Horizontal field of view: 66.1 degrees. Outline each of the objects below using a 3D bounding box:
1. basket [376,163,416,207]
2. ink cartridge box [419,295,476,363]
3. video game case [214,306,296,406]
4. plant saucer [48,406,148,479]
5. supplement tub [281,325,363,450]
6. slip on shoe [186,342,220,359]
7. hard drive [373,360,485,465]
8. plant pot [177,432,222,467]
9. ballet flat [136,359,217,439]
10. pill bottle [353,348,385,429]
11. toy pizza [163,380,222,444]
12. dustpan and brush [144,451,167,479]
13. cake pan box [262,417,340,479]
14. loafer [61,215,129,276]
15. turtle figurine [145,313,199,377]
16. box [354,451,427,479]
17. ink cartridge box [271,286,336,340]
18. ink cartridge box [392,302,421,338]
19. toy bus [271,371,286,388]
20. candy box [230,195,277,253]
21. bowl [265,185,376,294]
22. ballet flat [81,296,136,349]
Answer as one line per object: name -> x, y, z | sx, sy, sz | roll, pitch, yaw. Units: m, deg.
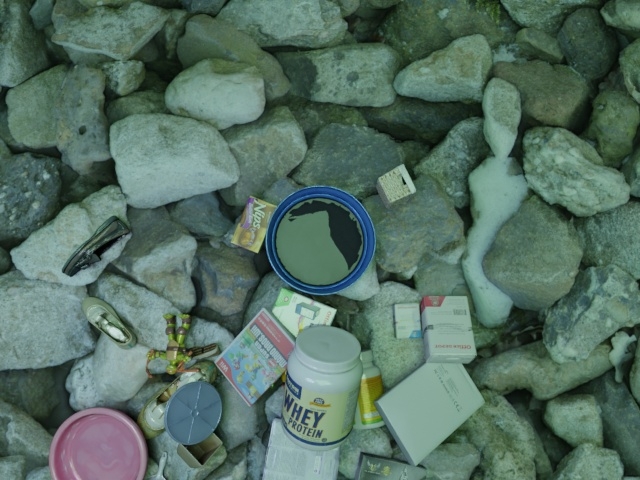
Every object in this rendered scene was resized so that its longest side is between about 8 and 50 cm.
basket -> 0.266, -0.188, 1.760 | 0.103, 0.167, 0.113 | -25, 84, 0
ink cartridge box -> 0.437, 0.308, 1.698 | 0.158, 0.092, 0.218 | 1, 58, -1
video game case -> -0.213, 0.395, 1.671 | 0.204, 0.025, 0.285 | 46, 106, 15
plant saucer -> -0.728, 0.718, 1.640 | 0.332, 0.084, 0.332 | 0, 86, 4
supplement tub -> 0.005, 0.457, 1.535 | 0.235, 0.235, 0.325 | 7, 112, 0
slip on shoe -> -0.417, 0.397, 1.726 | 0.135, 0.041, 0.051 | -18, 38, 5
hard drive -> 0.372, 0.547, 1.658 | 0.353, 0.047, 0.233 | -28, 84, -28
plant pot -> -0.417, 0.695, 1.648 | 0.109, 0.109, 0.096 | 45, 127, 4
ballet flat -> -0.500, 0.541, 1.668 | 0.348, 0.123, 0.123 | -42, 85, -6
pill bottle -> 0.146, 0.502, 1.677 | 0.136, 0.136, 0.246 | -8, 83, -2
toy pizza -> -0.418, 0.563, 1.613 | 0.201, 0.032, 0.201 | 4, 84, -37
dustpan and brush -> -0.557, 0.829, 1.664 | 0.147, 0.060, 0.211 | 10, 89, 13
cake pan box -> -0.063, 0.743, 1.657 | 0.245, 0.070, 0.267 | 9, 72, -2
loafer -> -0.794, 0.033, 1.742 | 0.084, 0.096, 0.267 | 40, 81, -2
turtle figurine -> -0.490, 0.365, 1.689 | 0.269, 0.087, 0.217 | -8, 71, 35
box -> 0.230, 0.836, 1.661 | 0.231, 0.056, 0.183 | 15, 80, -5
ink cartridge box -> -0.067, 0.274, 1.726 | 0.212, 0.093, 0.154 | 23, 82, 0
ink cartridge box -> 0.307, 0.285, 1.753 | 0.088, 0.052, 0.122 | -2, 84, -2
toy bus -> -0.094, 0.452, 1.695 | 0.202, 0.104, 0.191 | 30, 83, 3
candy box -> -0.239, -0.056, 1.785 | 0.109, 0.053, 0.187 | 22, 84, 1
bowl -> 0.000, 0.000, 1.763 | 0.391, 0.077, 0.391 | 0, 84, -4
ballet flat -> -0.745, 0.284, 1.713 | 0.248, 0.086, 0.086 | 39, 83, 4
